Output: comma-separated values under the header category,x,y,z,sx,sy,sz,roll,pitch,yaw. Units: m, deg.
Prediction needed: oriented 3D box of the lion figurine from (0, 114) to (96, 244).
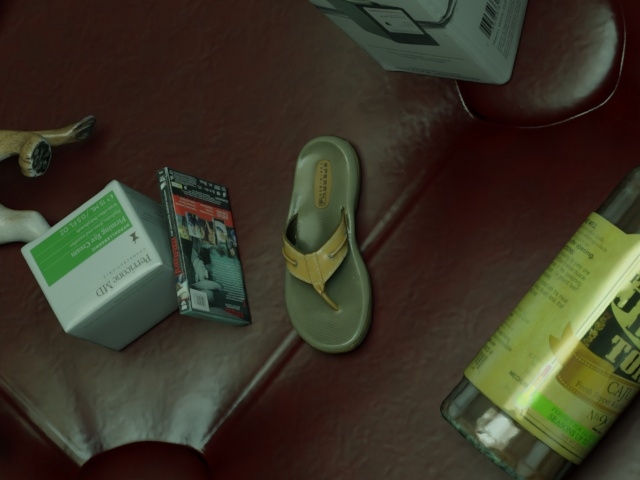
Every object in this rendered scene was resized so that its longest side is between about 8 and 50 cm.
category,x,y,z,sx,sy,sz,roll,pitch,yaw
lion figurine,-0.354,0.046,1.557,0.240,0.142,0.392,14,69,31

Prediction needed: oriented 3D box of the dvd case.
category,x,y,z,sx,sy,sz,roll,pitch,yaw
dvd case,-0.093,0.006,1.472,0.013,0.087,0.119,-21,71,27

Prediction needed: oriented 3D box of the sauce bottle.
category,x,y,z,sx,sy,sz,roll,pitch,yaw
sauce bottle,0.229,0.022,1.327,0.111,0.111,0.344,40,95,24

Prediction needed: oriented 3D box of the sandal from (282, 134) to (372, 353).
category,x,y,z,sx,sy,sz,roll,pitch,yaw
sandal,0.000,0.000,1.456,0.072,0.049,0.180,-6,76,20

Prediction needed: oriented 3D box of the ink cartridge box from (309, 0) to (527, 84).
category,x,y,z,sx,sy,sz,roll,pitch,yaw
ink cartridge box,0.073,-0.251,1.362,0.114,0.273,0.198,10,82,23

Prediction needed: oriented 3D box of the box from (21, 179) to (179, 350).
category,x,y,z,sx,sy,sz,roll,pitch,yaw
box,-0.164,0.022,1.488,0.101,0.102,0.087,-35,70,10
